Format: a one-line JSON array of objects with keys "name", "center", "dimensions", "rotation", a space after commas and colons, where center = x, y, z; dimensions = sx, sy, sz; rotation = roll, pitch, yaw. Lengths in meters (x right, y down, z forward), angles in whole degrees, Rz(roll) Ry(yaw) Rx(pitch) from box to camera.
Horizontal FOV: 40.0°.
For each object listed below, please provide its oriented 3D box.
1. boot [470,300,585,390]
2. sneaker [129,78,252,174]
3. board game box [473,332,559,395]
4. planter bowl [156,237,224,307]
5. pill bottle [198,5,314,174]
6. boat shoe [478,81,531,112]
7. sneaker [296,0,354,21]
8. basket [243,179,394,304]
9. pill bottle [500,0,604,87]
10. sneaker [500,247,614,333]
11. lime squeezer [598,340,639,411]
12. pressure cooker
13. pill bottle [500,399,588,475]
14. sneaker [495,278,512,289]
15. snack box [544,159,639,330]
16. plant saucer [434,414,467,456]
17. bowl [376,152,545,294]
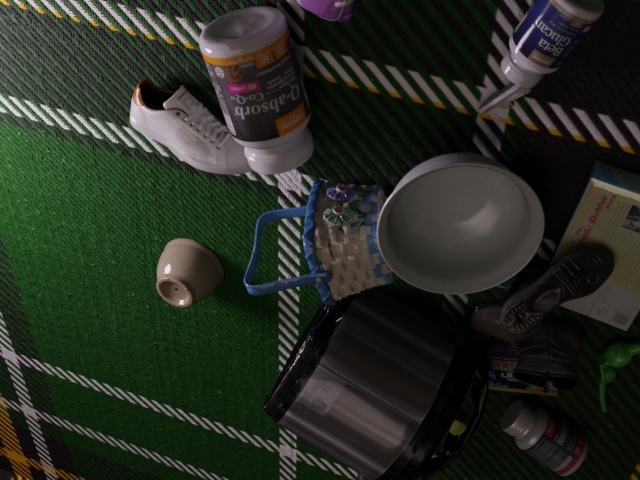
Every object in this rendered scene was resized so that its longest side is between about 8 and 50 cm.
[{"name": "boot", "center": [0.412, 0.216, 1.794], "dimensions": [0.246, 0.161, 0.083], "rotation": [9, 133, 20]}, {"name": "sneaker", "center": [-0.253, -0.229, 1.756], "dimensions": [0.290, 0.106, 0.123], "rotation": [24, 140, 7]}, {"name": "board game box", "center": [0.430, 0.271, 1.921], "dimensions": [0.170, 0.048, 0.141], "rotation": [1, 132, 27]}, {"name": "planter bowl", "center": [-0.325, 0.090, 2.096], "dimensions": [0.162, 0.109, 0.162], "rotation": [15, 136, 15]}, {"name": "pill bottle", "center": [-0.107, -0.269, 1.603], "dimensions": [0.162, 0.162, 0.278], "rotation": [3, 131, 25]}, {"name": "boat shoe", "center": [0.316, -0.240, 1.505], "dimensions": [0.035, 0.035, 0.100], "rotation": [46, 128, -14]}, {"name": "sneaker", "center": [0.066, -0.431, 1.415], "dimensions": [0.282, 0.102, 0.161], "rotation": [11, 139, 33]}, {"name": "basket", "center": [0.000, 0.000, 1.747], "dimensions": [0.289, 0.255, 0.201], "rotation": [-14, 126, 14]}, {"name": "pill bottle", "center": [0.353, -0.320, 1.365], "dimensions": [0.094, 0.094, 0.169], "rotation": [30, 137, -2]}, {"name": "sneaker", "center": [0.432, 0.076, 1.633], "dimensions": [0.227, 0.130, 0.087], "rotation": [-39, 99, 19]}, {"name": "lime squeezer", "center": [0.621, 0.258, 1.819], "dimensions": [0.110, 0.059, 0.310], "rotation": [5, 139, -19]}, {"name": "pressure cooker", "center": [0.133, 0.322, 1.874], "dimensions": [0.420, 0.375, 0.370], "rotation": [30, 145, 1]}, {"name": "pill bottle", "center": [0.506, 0.445, 2.002], "dimensions": [0.180, 0.108, 0.108], "rotation": [34, 137, -6]}, {"name": "sneaker", "center": [0.308, 0.051, 1.778], "dimensions": [0.166, 0.065, 0.076], "rotation": [31, 154, 2]}, {"name": "snack box", "center": [0.535, 0.017, 1.614], "dimensions": [0.187, 0.060, 0.322], "rotation": [22, 137, 10]}, {"name": "plant saucer", "center": [0.247, 0.440, 2.178], "dimensions": [0.188, 0.045, 0.188], "rotation": [29, 137, -1]}, {"name": "bowl", "center": [0.250, -0.052, 1.616], "dimensions": [0.298, 0.134, 0.298], "rotation": [1, 127, 1]}]
